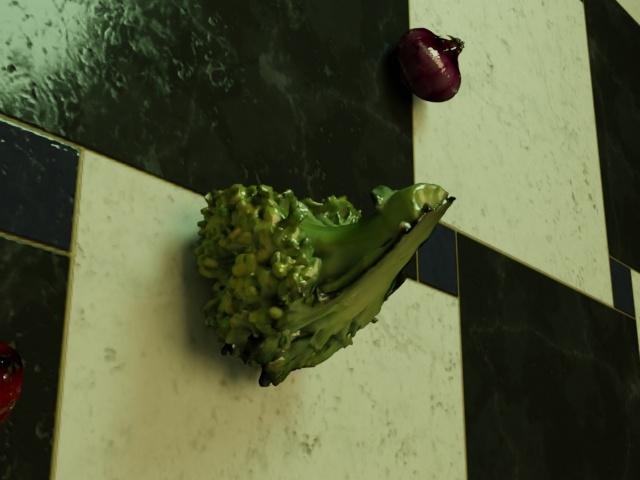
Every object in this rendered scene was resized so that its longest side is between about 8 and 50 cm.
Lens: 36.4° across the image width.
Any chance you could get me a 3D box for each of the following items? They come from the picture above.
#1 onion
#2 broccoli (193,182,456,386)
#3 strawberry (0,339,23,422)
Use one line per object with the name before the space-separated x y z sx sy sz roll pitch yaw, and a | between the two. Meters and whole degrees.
onion | 0.156 -0.250 1.358 0.115 0.104 0.115 40 29 -28
broccoli | -0.014 -0.002 0.965 0.180 0.273 0.242 48 30 20
strawberry | -0.270 0.106 0.702 0.106 0.106 0.106 22 62 -47
